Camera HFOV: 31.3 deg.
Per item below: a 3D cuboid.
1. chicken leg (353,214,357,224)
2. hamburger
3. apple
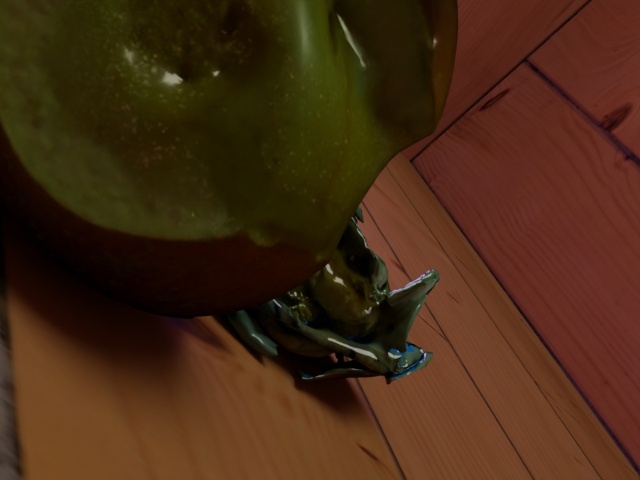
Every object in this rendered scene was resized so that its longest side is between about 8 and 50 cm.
[{"bbox_3d":[0.000,0.000,1.368,0.113,0.093,0.304,25,27,-22],"label":"chicken leg"},{"bbox_3d":[-0.006,0.013,1.067,0.260,0.150,0.276,53,12,34],"label":"hamburger"},{"bbox_3d":[-0.073,-0.143,0.797,0.374,0.374,0.384,37,20,-47],"label":"apple"}]
